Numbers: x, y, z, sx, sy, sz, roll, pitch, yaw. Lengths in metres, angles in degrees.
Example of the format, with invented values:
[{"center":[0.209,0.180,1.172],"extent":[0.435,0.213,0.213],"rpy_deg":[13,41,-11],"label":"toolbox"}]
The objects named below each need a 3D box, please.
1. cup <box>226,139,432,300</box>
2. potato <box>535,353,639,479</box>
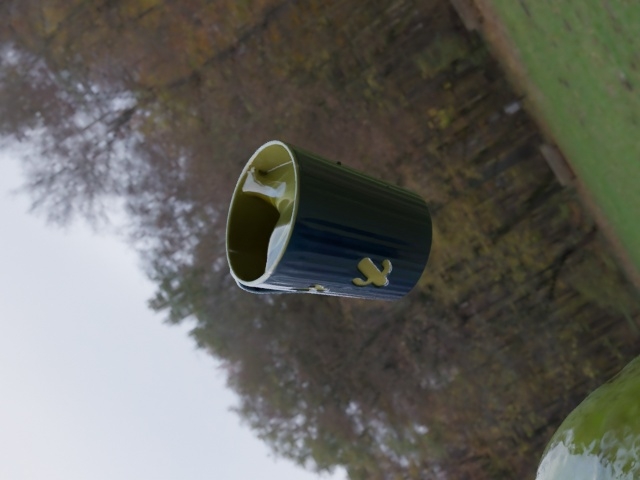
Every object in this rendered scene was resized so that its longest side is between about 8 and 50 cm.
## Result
[{"center":[0.000,0.000,0.969],"extent":[0.155,0.176,0.131],"rpy_deg":[13,-125,-28],"label":"cup"},{"center":[0.275,0.199,0.711],"extent":[0.213,0.280,0.330],"rpy_deg":[45,-145,-60],"label":"potato"}]
